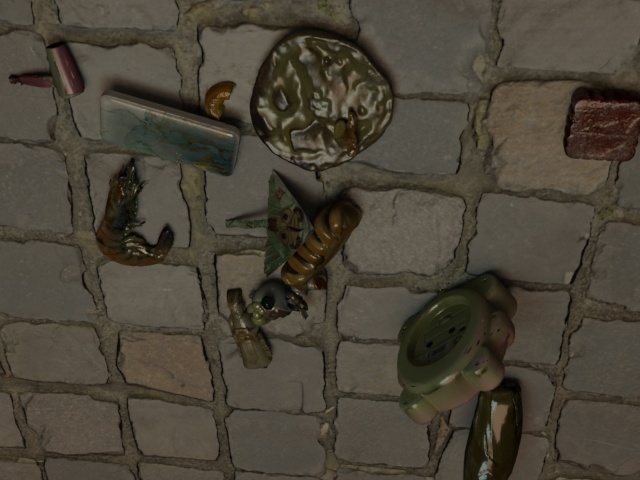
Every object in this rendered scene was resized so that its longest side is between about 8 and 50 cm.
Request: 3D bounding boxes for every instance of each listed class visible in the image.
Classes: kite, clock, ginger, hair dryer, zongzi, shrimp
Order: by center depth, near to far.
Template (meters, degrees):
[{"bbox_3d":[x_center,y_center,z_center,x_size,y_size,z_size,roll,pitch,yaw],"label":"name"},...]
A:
[{"bbox_3d":[0.049,-0.203,1.706,0.048,0.030,0.097,0,123,4],"label":"ginger"},{"bbox_3d":[-0.554,-0.328,1.753,0.154,0.054,0.106,-8,120,18],"label":"hair dryer"},{"bbox_3d":[-0.109,-0.036,1.859,0.250,0.012,0.229,5,94,36],"label":"kite"},{"bbox_3d":[0.281,0.231,1.873,0.284,0.309,0.114,-33,113,28],"label":"clock"},{"bbox_3d":[-0.394,-0.048,1.930,0.169,0.058,0.296,15,130,-11],"label":"shrimp"},{"bbox_3d":[0.396,0.498,2.063,0.123,0.289,0.260,12,128,15],"label":"zongzi"}]

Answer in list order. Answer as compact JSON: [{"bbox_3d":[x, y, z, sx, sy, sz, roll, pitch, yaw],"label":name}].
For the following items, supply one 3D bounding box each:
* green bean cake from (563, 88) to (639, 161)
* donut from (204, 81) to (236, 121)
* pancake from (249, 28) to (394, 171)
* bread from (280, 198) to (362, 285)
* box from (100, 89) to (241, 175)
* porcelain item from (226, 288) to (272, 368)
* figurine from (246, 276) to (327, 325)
[{"bbox_3d":[0.533,-0.218,1.670,0.135,0.056,0.135,3,126,4],"label":"green bean cake"},{"bbox_3d":[-0.197,-0.272,1.746,0.083,0.038,0.067,-21,117,23],"label":"donut"},{"bbox_3d":[-0.001,-0.266,1.716,0.294,0.049,0.294,3,124,5],"label":"pancake"},{"bbox_3d":[0.000,0.000,1.863,0.081,0.134,0.225,43,123,10],"label":"bread"},{"bbox_3d":[-0.304,-0.215,1.783,0.285,0.044,0.142,16,143,-2],"label":"box"},{"bbox_3d":[-0.176,0.209,2.080,0.084,0.054,0.213,-9,123,12],"label":"porcelain item"},{"bbox_3d":[-0.077,0.136,1.978,0.197,0.093,0.147,-12,168,30],"label":"figurine"}]
